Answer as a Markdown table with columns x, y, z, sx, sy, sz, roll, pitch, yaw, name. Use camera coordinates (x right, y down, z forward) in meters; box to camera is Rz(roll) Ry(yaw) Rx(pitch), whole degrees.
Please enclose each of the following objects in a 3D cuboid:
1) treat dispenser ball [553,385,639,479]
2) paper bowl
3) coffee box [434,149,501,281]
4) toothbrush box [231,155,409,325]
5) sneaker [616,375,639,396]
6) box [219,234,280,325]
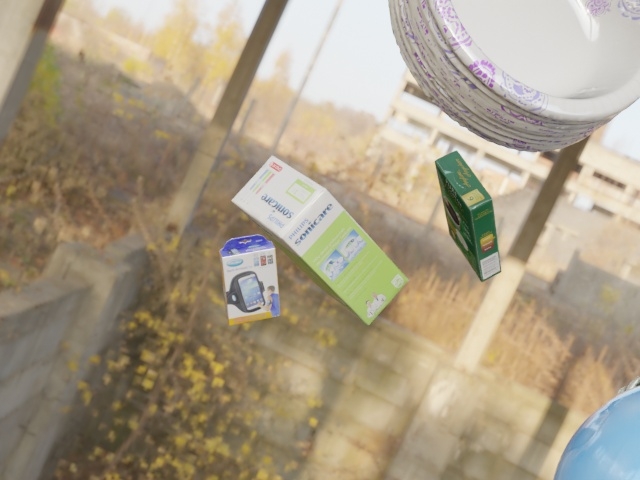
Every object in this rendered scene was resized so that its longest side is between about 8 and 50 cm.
| x | y | z | sx | sy | sz | roll | pitch | yaw | name |
| --- | --- | --- | --- | --- | --- | --- | --- | --- | --- |
| 0.390 | 0.293 | 1.109 | 0.288 | 0.288 | 0.288 | 24 | 4 | -2 | treat dispenser ball |
| 0.206 | -0.228 | 1.109 | 0.284 | 0.284 | 0.148 | 24 | -27 | -14 | paper bowl |
| 0.220 | -0.034 | 1.544 | 0.184 | 0.040 | 0.113 | 70 | -7 | -50 | coffee box |
| 0.000 | 0.000 | 1.919 | 0.283 | 0.122 | 0.206 | 44 | -5 | -36 | toothbrush box |
| 0.508 | 0.277 | 1.579 | 0.122 | 0.146 | 0.330 | 4 | -1 | 30 | sneaker |
| -0.105 | 0.058 | 1.555 | 0.081 | 0.136 | 0.028 | -11 | 32 | -12 | box |
